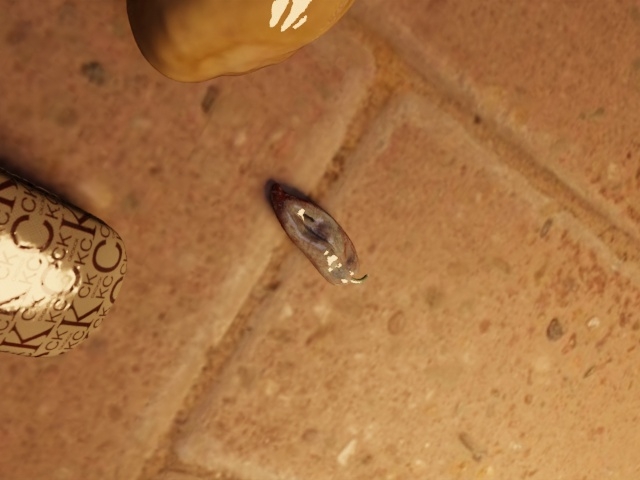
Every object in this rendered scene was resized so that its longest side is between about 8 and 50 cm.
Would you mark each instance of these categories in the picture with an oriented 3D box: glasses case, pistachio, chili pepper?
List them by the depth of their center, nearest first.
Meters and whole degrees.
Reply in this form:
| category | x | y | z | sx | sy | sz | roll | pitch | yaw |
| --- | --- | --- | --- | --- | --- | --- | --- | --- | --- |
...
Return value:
| category | x | y | z | sx | sy | sz | roll | pitch | yaw |
| --- | --- | --- | --- | --- | --- | --- | --- | --- | --- |
| glasses case | -0.292 | -0.005 | 0.499 | 0.355 | 0.085 | 0.137 | 35 | 82 | -54 |
| pistachio | -0.042 | -0.253 | 0.551 | 0.181 | 0.162 | 0.293 | 35 | 94 | 8 |
| chili pepper | 0.001 | 0.000 | 0.715 | 0.153 | 0.041 | 0.050 | 52 | 40 | -27 |
